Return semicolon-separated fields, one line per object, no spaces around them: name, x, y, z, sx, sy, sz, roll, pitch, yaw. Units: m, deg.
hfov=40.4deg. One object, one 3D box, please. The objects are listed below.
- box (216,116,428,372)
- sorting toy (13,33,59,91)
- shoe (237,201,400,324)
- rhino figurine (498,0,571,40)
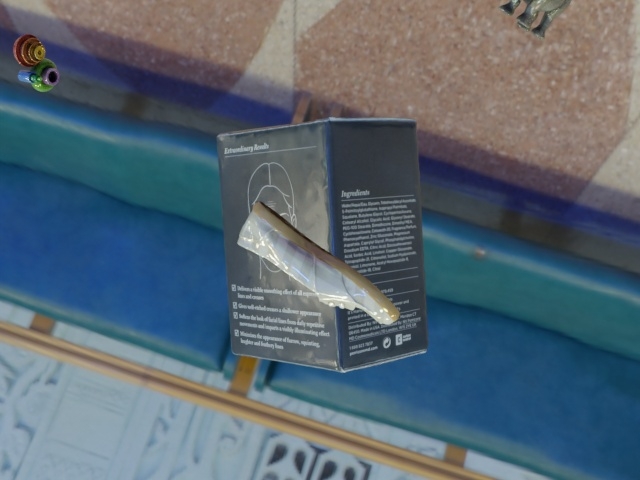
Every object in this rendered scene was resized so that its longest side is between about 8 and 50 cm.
box;0.000;0.000;1.487;0.212;0.396;0.293;-7;-174;-42
sorting toy;-0.422;-0.261;1.310;0.042;0.061;0.102;16;153;30
shoe;-0.004;0.038;1.035;0.219;0.058;0.076;36;180;10
rhino figurine;0.318;-0.375;1.293;0.073;0.106;0.243;40;-164;20
